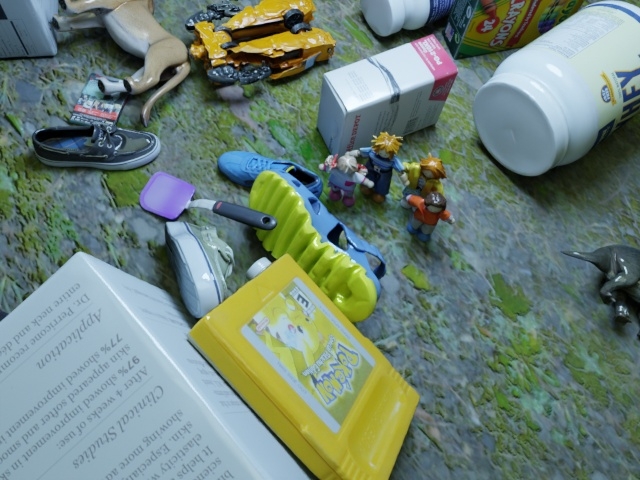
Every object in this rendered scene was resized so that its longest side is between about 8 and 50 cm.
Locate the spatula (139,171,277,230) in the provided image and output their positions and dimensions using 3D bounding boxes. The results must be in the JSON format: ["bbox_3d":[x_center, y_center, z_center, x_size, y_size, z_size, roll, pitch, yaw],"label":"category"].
[{"bbox_3d":[-0.200,-0.060,1.133,0.296,0.030,0.084,15,63,30],"label":"spatula"}]

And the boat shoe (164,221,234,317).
[{"bbox_3d":[-0.186,0.027,1.021,0.094,0.109,0.302,-9,23,-18],"label":"boat shoe"}]

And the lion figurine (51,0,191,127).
[{"bbox_3d":[-0.365,-0.418,1.279,0.240,0.142,0.392,-31,86,-36],"label":"lion figurine"}]

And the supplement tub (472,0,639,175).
[{"bbox_3d":[0.479,-0.291,1.234,0.324,0.235,0.235,-35,73,-19],"label":"supplement tub"}]

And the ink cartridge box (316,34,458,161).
[{"bbox_3d":[0.120,-0.268,1.222,0.237,0.172,0.100,-23,70,-15],"label":"ink cartridge box"}]

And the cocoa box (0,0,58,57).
[{"bbox_3d":[-0.657,-0.560,1.245,0.227,0.231,0.347,-6,66,-8],"label":"cocoa box"}]

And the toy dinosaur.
[{"bbox_3d":[0.576,0.075,1.162,0.313,0.121,0.160,18,53,8],"label":"toy dinosaur"}]

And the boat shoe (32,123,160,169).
[{"bbox_3d":[-0.416,-0.184,1.184,0.228,0.076,0.080,1,66,-5],"label":"boat shoe"}]

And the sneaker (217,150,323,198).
[{"bbox_3d":[-0.093,-0.131,1.191,0.209,0.082,0.069,20,67,5],"label":"sneaker"}]

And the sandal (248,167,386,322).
[{"bbox_3d":[0.000,0.000,1.117,0.317,0.126,0.138,50,35,11],"label":"sandal"}]

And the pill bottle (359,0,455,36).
[{"bbox_3d":[0.224,-0.545,1.369,0.264,0.153,0.153,-29,72,-17],"label":"pill bottle"}]

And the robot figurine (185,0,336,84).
[{"bbox_3d":[-0.128,-0.403,1.304,0.290,0.085,0.211,-19,68,-16],"label":"robot figurine"}]

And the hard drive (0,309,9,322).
[{"bbox_3d":[-0.694,0.149,1.013,0.338,0.064,0.237,26,66,5],"label":"hard drive"}]

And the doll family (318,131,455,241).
[{"bbox_3d":[0.134,-0.118,1.160,0.262,0.163,0.118,23,66,5],"label":"doll family"}]

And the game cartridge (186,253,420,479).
[{"bbox_3d":[-0.003,0.185,0.922,0.324,0.053,0.285,45,26,2],"label":"game cartridge"}]

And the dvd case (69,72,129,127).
[{"bbox_3d":[-0.430,-0.272,1.258,0.087,0.013,0.120,13,66,0],"label":"dvd case"}]

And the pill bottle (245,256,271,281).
[{"bbox_3d":[-0.071,0.087,1.100,0.067,0.067,0.120,-41,76,-20],"label":"pill bottle"}]

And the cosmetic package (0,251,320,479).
[{"bbox_3d":[-0.244,0.289,0.815,0.329,0.327,0.394,-42,75,-5],"label":"cosmetic package"}]

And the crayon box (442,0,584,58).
[{"bbox_3d":[0.438,-0.501,1.343,0.318,0.202,0.081,-14,68,-11],"label":"crayon box"}]
